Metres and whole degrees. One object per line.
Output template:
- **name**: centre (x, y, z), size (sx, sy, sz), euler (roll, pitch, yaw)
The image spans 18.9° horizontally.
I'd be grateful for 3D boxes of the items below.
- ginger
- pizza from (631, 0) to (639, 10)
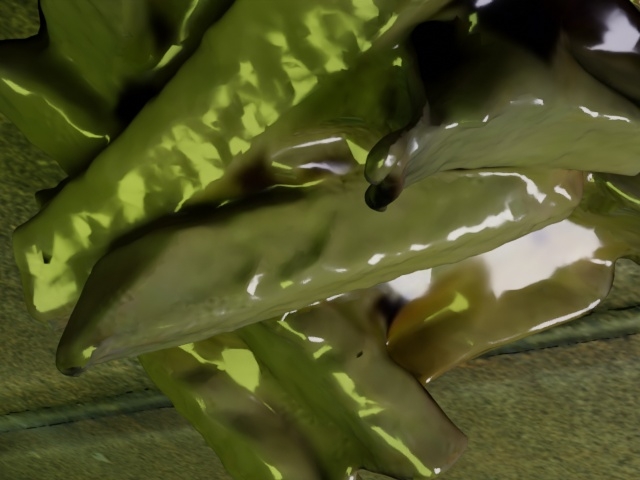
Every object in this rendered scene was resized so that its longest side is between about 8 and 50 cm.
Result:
- **ginger**: centre (0.000, 0.000, 0.881), size (0.358, 0.211, 0.413), euler (5, 149, 23)
- **pizza**: centre (0.208, -0.108, 0.667), size (0.223, 0.089, 0.323), euler (-1, 148, 46)
